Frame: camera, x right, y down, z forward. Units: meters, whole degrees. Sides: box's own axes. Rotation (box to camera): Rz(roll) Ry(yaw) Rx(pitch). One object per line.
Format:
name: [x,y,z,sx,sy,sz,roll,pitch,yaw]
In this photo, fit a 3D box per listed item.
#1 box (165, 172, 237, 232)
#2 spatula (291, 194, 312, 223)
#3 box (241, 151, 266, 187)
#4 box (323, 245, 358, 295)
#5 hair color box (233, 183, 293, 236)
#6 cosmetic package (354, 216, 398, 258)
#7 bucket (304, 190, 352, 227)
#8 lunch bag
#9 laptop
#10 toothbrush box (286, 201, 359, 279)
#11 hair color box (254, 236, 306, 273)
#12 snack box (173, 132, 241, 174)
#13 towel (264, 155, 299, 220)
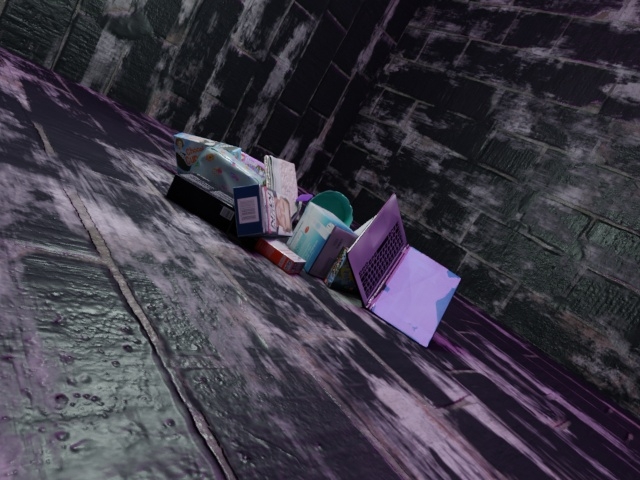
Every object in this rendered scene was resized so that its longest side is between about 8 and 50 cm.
box: [-0.407,-0.145,1.567,0.261,0.103,0.184,31,15,2]
spatula: [-0.121,-0.169,2.273,0.084,0.297,0.030,1,-47,24]
box: [-0.371,-0.337,2.314,0.293,0.201,0.057,26,-5,-21]
box: [0.136,0.126,1.631,0.233,0.159,0.044,21,12,-43]
hair color box: [-0.205,-0.098,1.582,0.105,0.174,0.347,-6,-2,12]
cosmetic package: [0.279,0.060,1.980,0.217,0.156,0.385,56,5,21]
bucket: [0.036,-0.141,2.365,0.280,0.282,0.183,29,2,-8]
lunch bag: [-0.396,-0.233,1.711,0.279,0.224,0.108,35,15,-7]
laptop: [0.329,0.100,1.572,0.236,0.382,0.408,8,-47,36]
toothbrush box: [0.000,0.000,1.701,0.126,0.217,0.295,25,12,-27]
hair color box: [-0.144,0.052,1.500,0.167,0.054,0.093,33,10,22]
snack box: [-0.492,-0.343,1.839,0.321,0.187,0.060,18,34,20]
towel: [-0.199,-0.272,2.256,0.053,0.333,0.317,-5,-2,21]
